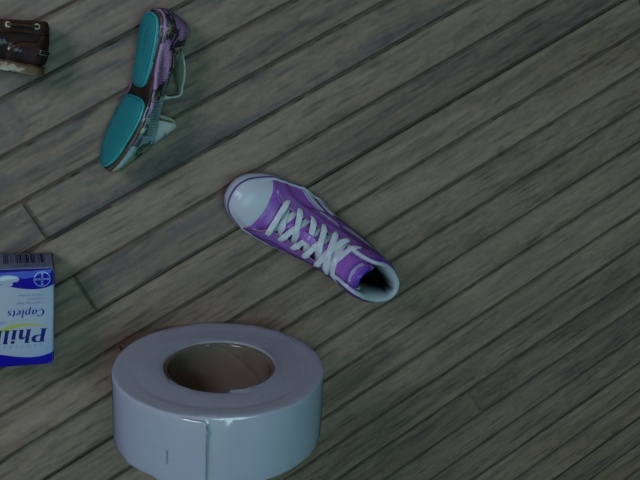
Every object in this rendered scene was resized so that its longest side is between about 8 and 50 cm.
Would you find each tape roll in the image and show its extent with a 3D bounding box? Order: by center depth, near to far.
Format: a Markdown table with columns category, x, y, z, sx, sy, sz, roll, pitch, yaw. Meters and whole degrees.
| category | x | y | z | sx | sy | sz | roll | pitch | yaw |
| --- | --- | --- | --- | --- | --- | --- | --- | --- | --- |
| tape roll | -0.138 | 0.212 | 1.066 | 0.286 | 0.286 | 0.100 | -3 | 109 | -22 |

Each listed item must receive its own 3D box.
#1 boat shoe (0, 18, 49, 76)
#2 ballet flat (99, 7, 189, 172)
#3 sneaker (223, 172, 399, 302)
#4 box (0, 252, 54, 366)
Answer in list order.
| category | x | y | z | sx | sy | sz | roll | pitch | yaw |
| --- | --- | --- | --- | --- | --- | --- | --- | --- | --- |
| boat shoe | -0.423 | -0.244 | 0.917 | 0.207 | 0.073 | 0.073 | 4 | 104 | -31 |
| ballet flat | -0.218 | -0.188 | 1.026 | 0.079 | 0.077 | 0.221 | 9 | 104 | -45 |
| sneaker | 0.001 | -0.001 | 1.126 | 0.282 | 0.161 | 0.102 | 28 | 96 | -27 |
| box | -0.414 | 0.091 | 1.030 | 0.126 | 0.072 | 0.137 | -1 | 108 | -22 |
